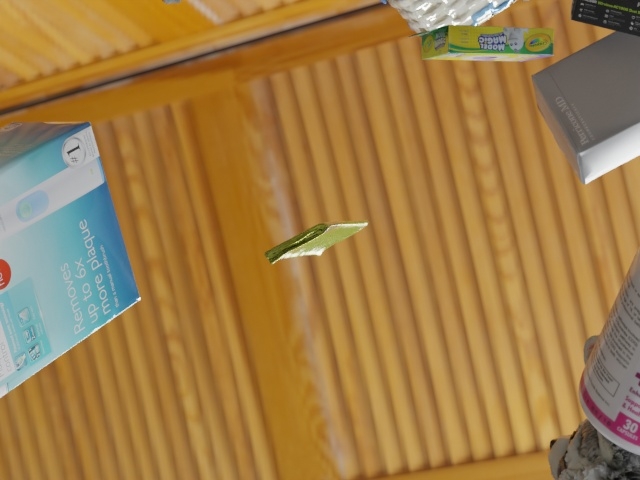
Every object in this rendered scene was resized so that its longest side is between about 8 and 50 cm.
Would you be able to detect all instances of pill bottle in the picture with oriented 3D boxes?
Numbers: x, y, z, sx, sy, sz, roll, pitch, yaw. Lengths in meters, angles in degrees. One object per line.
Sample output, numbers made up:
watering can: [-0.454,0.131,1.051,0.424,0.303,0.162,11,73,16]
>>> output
pill bottle: [0.397,0.087,1.501,0.160,0.160,0.283,-70,176,-56]

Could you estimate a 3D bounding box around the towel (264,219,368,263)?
towel: [0.000,0.000,2.037,0.021,0.102,0.237,65,16,6]

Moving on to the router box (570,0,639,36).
router box: [0.319,-0.229,1.361,0.092,0.122,0.038,-34,137,-56]

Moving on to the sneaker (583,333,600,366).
sneaker: [0.493,0.235,1.910,0.302,0.121,0.108,59,-28,32]

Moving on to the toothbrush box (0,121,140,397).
toothbrush box: [-0.346,0.027,1.421,0.295,0.126,0.216,-36,120,-47]

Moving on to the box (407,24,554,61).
box: [0.216,-0.269,1.894,0.105,0.179,0.043,-171,-98,-74]

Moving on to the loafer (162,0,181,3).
loafer: [-0.114,-0.301,1.419,0.267,0.084,0.096,-177,-100,-76]

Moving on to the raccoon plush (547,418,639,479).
raccoon plush: [0.443,0.389,1.655,0.216,0.446,0.299,-7,123,-64]

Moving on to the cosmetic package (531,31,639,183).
cosmetic package: [0.384,-0.184,1.650,0.127,0.238,0.107,62,0,25]

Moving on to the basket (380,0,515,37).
basket: [0.169,-0.454,2.109,0.289,0.255,0.201,58,-2,-33]
